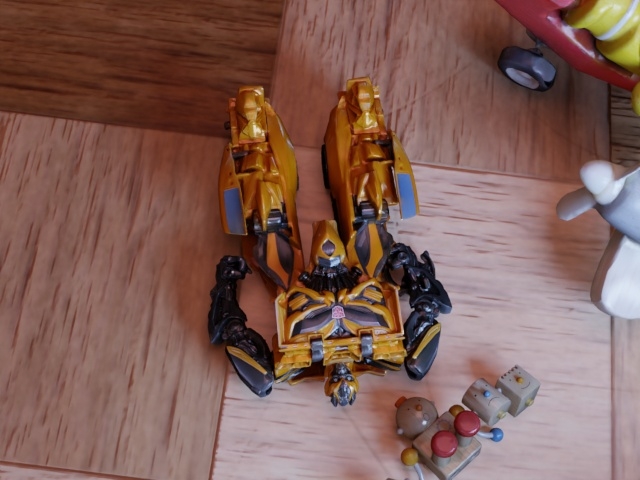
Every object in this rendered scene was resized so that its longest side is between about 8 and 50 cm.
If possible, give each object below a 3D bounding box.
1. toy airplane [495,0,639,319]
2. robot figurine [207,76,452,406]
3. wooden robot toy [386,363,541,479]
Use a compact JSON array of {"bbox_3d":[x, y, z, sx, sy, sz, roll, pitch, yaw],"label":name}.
[{"bbox_3d":[0.359,-0.161,0.991,0.384,0.272,0.386,-17,83,0],"label":"toy airplane"},{"bbox_3d":[0.000,0.000,0.994,0.211,0.085,0.291,-6,64,-6],"label":"robot figurine"},{"bbox_3d":[0.098,0.147,0.938,0.173,0.076,0.079,-38,61,-20],"label":"wooden robot toy"}]
